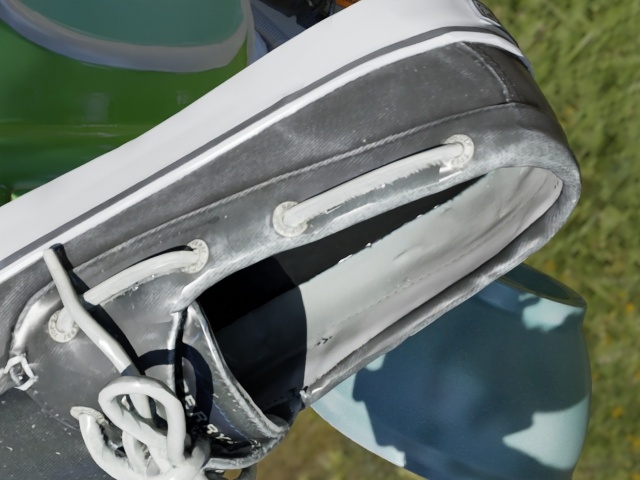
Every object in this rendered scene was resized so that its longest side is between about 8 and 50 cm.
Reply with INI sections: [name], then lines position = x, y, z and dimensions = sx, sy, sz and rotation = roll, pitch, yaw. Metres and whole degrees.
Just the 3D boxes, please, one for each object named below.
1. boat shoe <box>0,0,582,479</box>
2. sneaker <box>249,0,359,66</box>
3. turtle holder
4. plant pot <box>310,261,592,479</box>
[boat shoe]
position = -0.049, 0.038, 0.599
dimensions = 0.113, 0.306, 0.105
rotation = 53, -170, -47
[sneaker]
position = -0.033, -0.186, 1.186
dimensions = 0.108, 0.100, 0.271
rotation = 14, 172, 18
[turtle holder]
position = -0.189, -0.113, 0.901
dimensions = 0.243, 0.320, 0.227
rotation = -162, 73, -71
[plant pot]
position = 0.150, 0.113, 1.751
dimensions = 0.293, 0.196, 0.293
rotation = 21, -169, -4
